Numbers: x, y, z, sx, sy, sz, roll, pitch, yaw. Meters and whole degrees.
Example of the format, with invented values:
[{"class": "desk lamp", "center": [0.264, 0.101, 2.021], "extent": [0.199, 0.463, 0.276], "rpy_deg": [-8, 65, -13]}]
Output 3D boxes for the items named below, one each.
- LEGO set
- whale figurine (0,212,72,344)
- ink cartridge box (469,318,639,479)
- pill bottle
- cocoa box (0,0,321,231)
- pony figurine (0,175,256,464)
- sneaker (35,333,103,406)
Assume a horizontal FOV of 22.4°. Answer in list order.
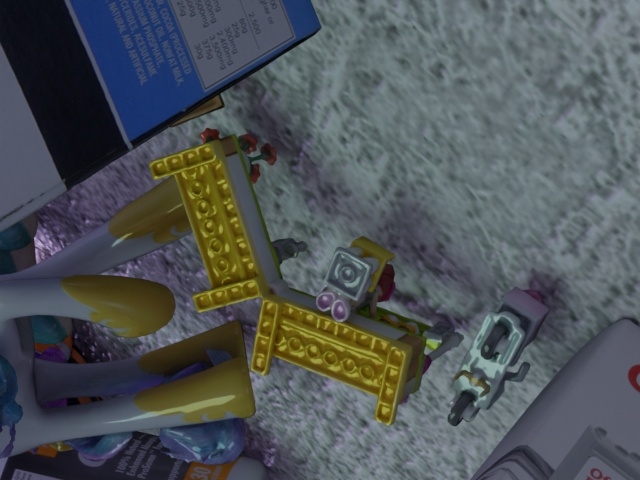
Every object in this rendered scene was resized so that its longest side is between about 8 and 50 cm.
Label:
[{"class": "LEGO set", "center": [0.000, 0.000, 0.947], "extent": [0.287, 0.107, 0.132], "rpy_deg": [41, 118, 14]}, {"class": "whale figurine", "center": [-0.302, -0.009, 1.241], "extent": [0.216, 0.141, 0.272], "rpy_deg": [13, 141, 43]}, {"class": "ink cartridge box", "center": [0.139, 0.209, 0.818], "extent": [0.207, 0.283, 0.117], "rpy_deg": [40, 148, 6]}, {"class": "pill bottle", "center": [-0.191, 0.228, 1.312], "extent": [0.279, 0.162, 0.162], "rpy_deg": [12, 145, 9]}, {"class": "cocoa box", "center": [-0.216, -0.146, 0.819], "extent": [0.347, 0.228, 0.231], "rpy_deg": [1, 120, 52]}, {"class": "pony figurine", "center": [-0.230, 0.102, 1.093], "extent": [0.351, 0.364, 0.302], "rpy_deg": [83, 175, -51]}, {"class": "sneaker", "center": [-0.321, 0.129, 1.476], "extent": [0.321, 0.124, 0.180], "rpy_deg": [18, 142, 39]}]
